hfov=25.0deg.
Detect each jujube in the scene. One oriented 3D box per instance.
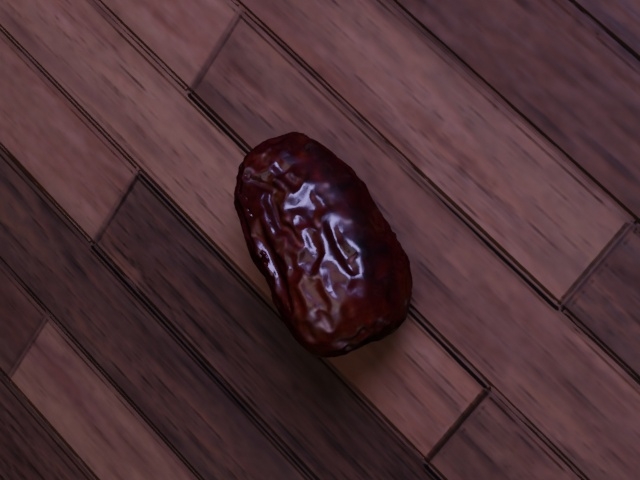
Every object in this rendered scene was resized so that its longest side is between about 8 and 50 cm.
[{"bbox_3d":[0.000,0.000,0.787,0.077,0.077,0.129,-38,68,30],"label":"jujube"}]
